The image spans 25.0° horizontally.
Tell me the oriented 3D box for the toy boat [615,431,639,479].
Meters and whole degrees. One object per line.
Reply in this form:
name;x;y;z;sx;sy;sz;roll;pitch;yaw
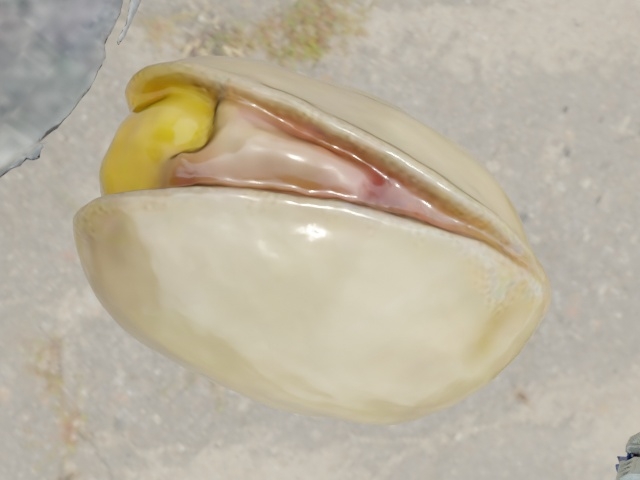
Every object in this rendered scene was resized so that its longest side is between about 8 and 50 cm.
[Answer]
toy boat;0.413;0.218;1.296;0.129;0.295;0.088;-37;124;-66

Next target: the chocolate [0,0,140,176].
chocolate;-0.256;-0.141;0.687;0.303;0.213;0.303;5;80;-29

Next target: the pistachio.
pistachio;0.000;0.000;0.936;0.308;0.230;0.230;26;98;-18
